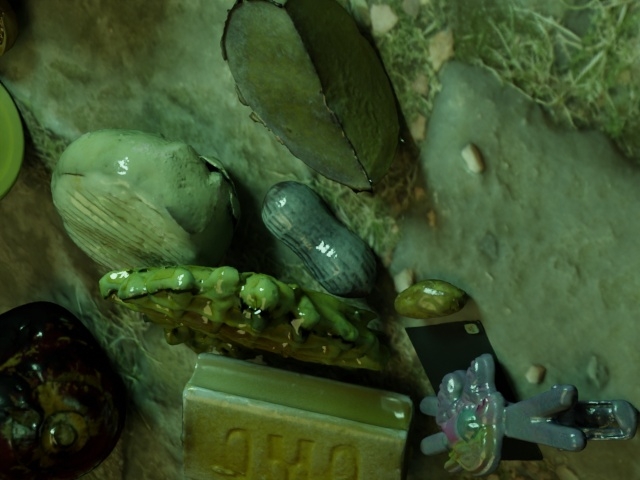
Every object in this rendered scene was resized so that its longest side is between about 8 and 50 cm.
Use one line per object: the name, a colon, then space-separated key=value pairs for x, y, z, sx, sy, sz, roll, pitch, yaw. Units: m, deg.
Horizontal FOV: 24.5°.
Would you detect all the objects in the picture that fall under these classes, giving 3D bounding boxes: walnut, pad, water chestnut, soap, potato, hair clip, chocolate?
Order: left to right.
walnut: x=-0.417 y=-0.274 z=1.857 sx=0.121 sy=0.052 sz=0.091 roll=-24 pitch=101 yaw=46
water chestnut: x=-0.417 y=0.232 z=2.079 sx=0.289 sy=0.289 sz=0.244 roll=38 pitch=142 yaw=14
soap: x=-0.027 y=0.243 z=1.793 sx=0.274 sy=0.089 sz=0.173 roll=10 pitch=131 yaw=9
potato: x=-0.013 y=-0.171 z=1.544 sx=0.138 sy=0.098 sz=0.243 roll=0 pitch=126 yaw=45
chocolate: x=0.000 y=0.000 z=1.680 sx=0.167 sy=0.072 sz=0.072 roll=48 pitch=139 yaw=6
potato: x=0.121 y=0.064 z=1.639 sx=0.092 sy=0.045 sz=0.046 roll=-6 pitch=116 yaw=40
pad: x=0.177 y=0.178 z=1.707 sx=0.116 sy=0.004 sz=0.193 roll=-9 pitch=114 yaw=45
hair clip: x=0.206 y=0.192 z=1.625 sx=0.278 sy=0.090 sz=0.137 roll=-8 pitch=80 yaw=40

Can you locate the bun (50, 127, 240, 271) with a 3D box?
bun: x=-0.203 y=-0.051 z=1.762 sx=0.239 sy=0.141 sz=0.239 roll=18 pitch=150 yaw=10

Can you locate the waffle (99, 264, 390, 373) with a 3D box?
waffle: x=-0.084 y=0.092 z=1.727 sx=0.297 sy=0.073 sz=0.317 roll=0 pitch=161 yaw=39

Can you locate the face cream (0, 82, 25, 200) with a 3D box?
face cream: x=-0.527 y=-0.122 z=1.941 sx=0.179 sy=0.218 sz=0.218 roll=-15 pitch=109 yaw=45
